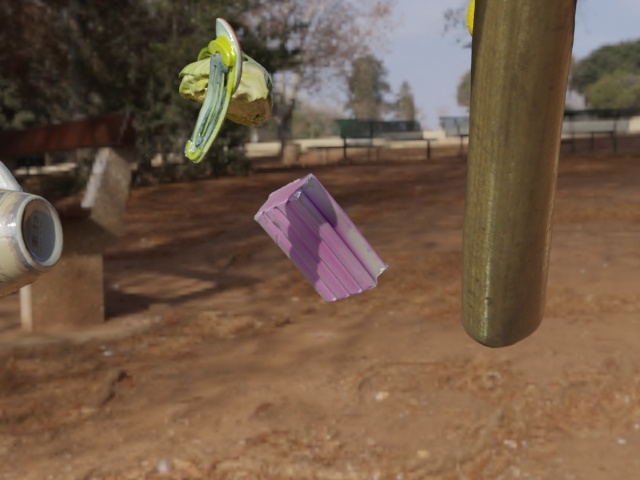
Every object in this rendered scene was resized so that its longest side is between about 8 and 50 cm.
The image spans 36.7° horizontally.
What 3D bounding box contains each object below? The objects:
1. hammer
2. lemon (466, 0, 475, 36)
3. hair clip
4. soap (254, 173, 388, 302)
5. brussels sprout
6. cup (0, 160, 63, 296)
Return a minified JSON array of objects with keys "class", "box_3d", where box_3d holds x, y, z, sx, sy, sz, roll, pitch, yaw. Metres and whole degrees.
[{"class":"hammer","box_3d":[0.083,-0.101,0.366,0.168,0.440,0.044,-18,49,-8]},{"class":"lemon","box_3d":[0.187,-0.235,1.023,0.065,0.092,0.065,-1,35,0]},{"class":"hair clip","box_3d":[-0.133,-0.182,1.224,0.033,0.188,0.060,-4,35,-40]},{"class":"soap","box_3d":[0.000,0.000,1.551,0.122,0.203,0.065,-22,23,44]},{"class":"brussels sprout","box_3d":[-0.127,-0.228,1.424,0.139,0.100,0.181,41,-27,-26]},{"class":"cup","box_3d":[-0.602,-0.033,1.728,0.257,0.301,0.227,-10,-13,16]}]
